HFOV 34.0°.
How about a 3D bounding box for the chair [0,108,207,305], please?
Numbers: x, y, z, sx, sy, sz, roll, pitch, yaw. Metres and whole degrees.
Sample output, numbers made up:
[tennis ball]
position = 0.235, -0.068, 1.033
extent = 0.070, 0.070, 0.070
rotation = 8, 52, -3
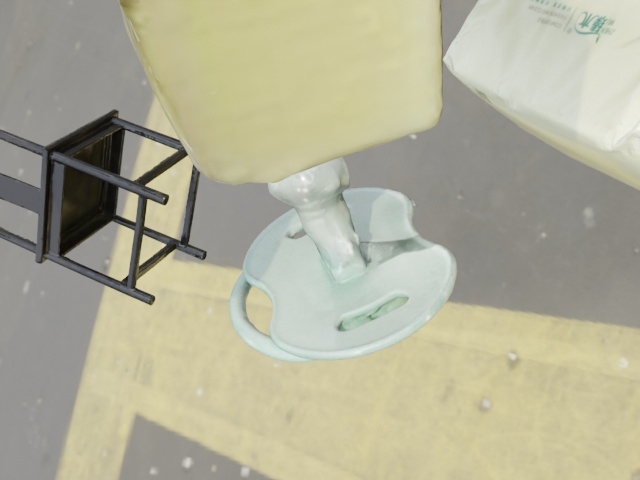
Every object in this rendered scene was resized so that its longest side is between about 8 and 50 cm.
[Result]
[chair]
position = -0.260, -0.055, 1.149
extent = 0.141, 0.260, 0.155
rotation = -45, -27, -56

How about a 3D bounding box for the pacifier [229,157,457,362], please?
[pacifier]
position = 0.000, 0.000, 1.290
extent = 0.288, 0.269, 0.343
rotation = -27, 31, -5

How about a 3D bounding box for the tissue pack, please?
[tissue pack]
position = 0.365, -0.171, 1.178
extent = 0.207, 0.297, 0.380
rotation = -60, 29, 8

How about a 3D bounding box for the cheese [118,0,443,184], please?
[cheese]
position = -0.043, -0.195, 0.414
extent = 0.265, 0.123, 0.243
rotation = -111, 14, -47
